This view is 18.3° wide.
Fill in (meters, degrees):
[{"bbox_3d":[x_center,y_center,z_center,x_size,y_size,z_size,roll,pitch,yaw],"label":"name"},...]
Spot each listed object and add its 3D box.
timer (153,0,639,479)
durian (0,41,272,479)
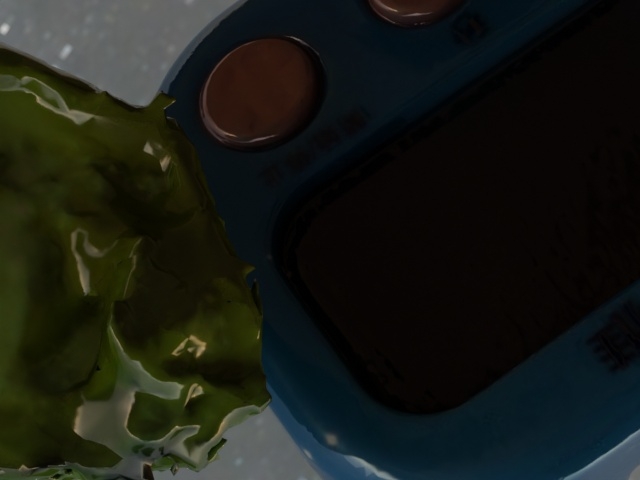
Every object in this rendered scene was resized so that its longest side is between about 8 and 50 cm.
[{"bbox_3d":[0.099,-0.036,0.949,0.309,0.340,0.115,53,175,31],"label":"timer"},{"bbox_3d":[-0.200,0.033,0.796,0.256,0.340,0.204,2,-101,-30],"label":"durian"}]
